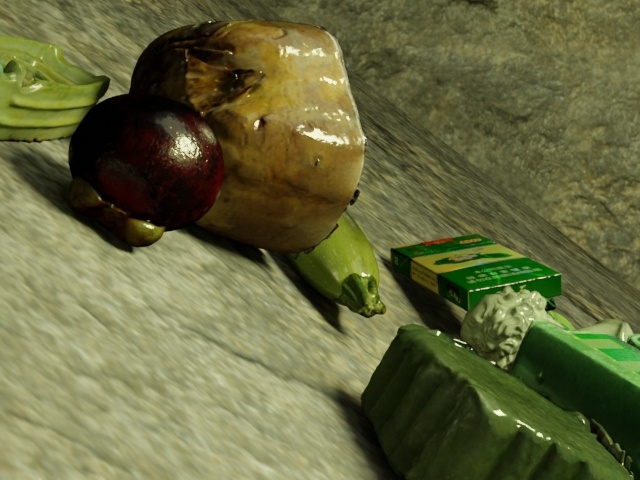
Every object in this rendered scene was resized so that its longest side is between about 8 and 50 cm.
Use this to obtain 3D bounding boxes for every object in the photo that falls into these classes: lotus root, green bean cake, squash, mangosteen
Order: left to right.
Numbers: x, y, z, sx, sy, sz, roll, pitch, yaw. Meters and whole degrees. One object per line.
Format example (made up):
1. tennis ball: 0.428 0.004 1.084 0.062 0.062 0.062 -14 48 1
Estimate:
1. mangosteen: -0.168 -0.063 1.344 0.152 0.152 0.152 33 13 -9
2. lotus root: -0.093 -0.119 1.513 0.192 0.272 0.272 9 28 -42
3. squash: 0.000 0.000 1.621 0.094 0.094 0.341 24 14 -39
4. green bean cake: 0.159 0.184 1.282 0.223 0.125 0.227 28 13 -20

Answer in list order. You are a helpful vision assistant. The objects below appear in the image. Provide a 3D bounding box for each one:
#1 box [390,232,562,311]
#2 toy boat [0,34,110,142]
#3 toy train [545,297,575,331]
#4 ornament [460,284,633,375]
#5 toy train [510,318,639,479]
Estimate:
1. box: 0.195 0.038 1.830 0.132 0.034 0.235 -10 16 -18
2. toy boat: -0.307 -0.157 1.428 0.111 0.084 0.276 34 9 9
3. toy train: 0.287 0.142 1.827 0.157 0.105 0.253 47 13 -7
4. ornament: 0.290 0.136 1.647 0.285 0.120 0.130 20 -23 -24
5. toy train: 0.341 0.179 1.428 0.202 0.120 0.301 3 17 -30
